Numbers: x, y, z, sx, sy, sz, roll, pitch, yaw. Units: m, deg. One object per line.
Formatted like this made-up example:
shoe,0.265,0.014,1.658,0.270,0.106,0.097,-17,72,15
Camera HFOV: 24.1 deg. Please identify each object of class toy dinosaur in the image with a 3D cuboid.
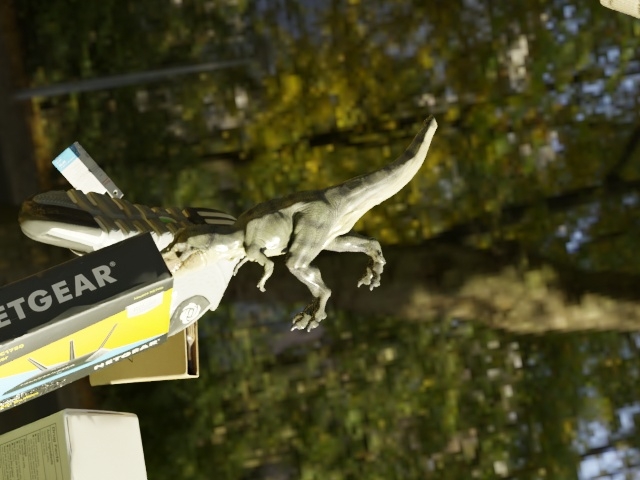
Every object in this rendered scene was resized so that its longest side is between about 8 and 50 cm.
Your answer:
toy dinosaur,0.000,0.000,1.273,0.118,0.268,0.064,69,-12,-17

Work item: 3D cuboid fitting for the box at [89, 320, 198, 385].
box,-0.218,0.089,1.808,0.201,0.021,0.164,-9,-99,46

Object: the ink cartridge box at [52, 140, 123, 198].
ink cartridge box,-0.270,-0.072,1.747,0.083,0.028,0.048,49,11,-8

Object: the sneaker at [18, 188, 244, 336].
sneaker,-0.175,0.034,1.356,0.086,0.228,0.132,47,-58,50

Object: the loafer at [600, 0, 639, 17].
loafer,0.344,-0.248,1.444,0.268,0.102,0.092,-2,114,-64

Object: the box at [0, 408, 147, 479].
box,-0.364,0.318,1.865,0.121,0.311,0.148,11,64,-49

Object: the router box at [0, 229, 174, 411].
router box,-0.198,0.067,1.088,0.046,0.179,0.133,62,-17,19
